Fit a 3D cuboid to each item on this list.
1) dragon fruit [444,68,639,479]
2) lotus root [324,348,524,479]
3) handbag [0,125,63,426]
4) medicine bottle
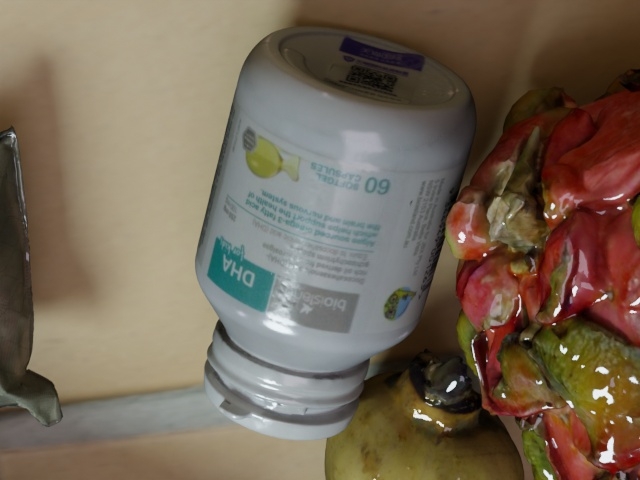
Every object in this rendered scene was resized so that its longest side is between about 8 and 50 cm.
[{"bbox_3d":[0.205,0.009,1.091,0.263,0.296,0.314,32,108,10],"label":"dragon fruit"},{"bbox_3d":[0.064,0.145,1.195,0.125,0.118,0.221,5,124,5],"label":"lotus root"},{"bbox_3d":[-0.281,0.024,1.095,0.270,0.117,0.182,-1,108,-7],"label":"handbag"},{"bbox_3d":[0.000,0.000,1.108,0.135,0.135,0.215,10,114,-13],"label":"medicine bottle"}]
